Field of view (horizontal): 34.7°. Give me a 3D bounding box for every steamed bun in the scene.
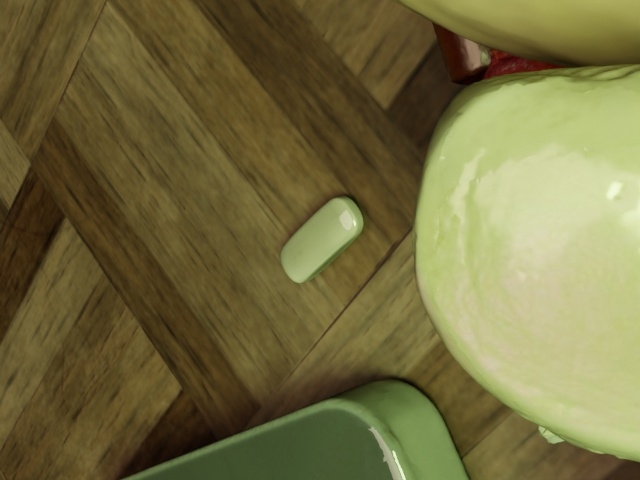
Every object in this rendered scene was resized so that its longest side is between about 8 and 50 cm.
[{"bbox_3d":[0.155,0.012,0.378,0.238,0.170,0.153,3,99,9],"label":"steamed bun"}]

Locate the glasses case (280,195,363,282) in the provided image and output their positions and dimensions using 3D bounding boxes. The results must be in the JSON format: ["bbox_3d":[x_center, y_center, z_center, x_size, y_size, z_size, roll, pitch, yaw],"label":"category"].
[{"bbox_3d":[0.000,0.000,0.725,0.083,0.021,0.032,-44,71,39],"label":"glasses case"}]

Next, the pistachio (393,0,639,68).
[{"bbox_3d":[0.104,-0.193,0.436,0.308,0.230,0.230,29,122,3],"label":"pistachio"}]

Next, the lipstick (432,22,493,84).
[{"bbox_3d":[0.055,-0.236,0.578,0.081,0.081,0.300,-14,94,43],"label":"lipstick"}]

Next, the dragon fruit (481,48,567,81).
[{"bbox_3d":[0.130,-0.060,0.537,0.126,0.068,0.112,0,108,13],"label":"dragon fruit"}]

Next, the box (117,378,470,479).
[{"bbox_3d":[-0.004,0.319,0.767,0.373,0.090,0.367,-30,80,41],"label":"box"}]
